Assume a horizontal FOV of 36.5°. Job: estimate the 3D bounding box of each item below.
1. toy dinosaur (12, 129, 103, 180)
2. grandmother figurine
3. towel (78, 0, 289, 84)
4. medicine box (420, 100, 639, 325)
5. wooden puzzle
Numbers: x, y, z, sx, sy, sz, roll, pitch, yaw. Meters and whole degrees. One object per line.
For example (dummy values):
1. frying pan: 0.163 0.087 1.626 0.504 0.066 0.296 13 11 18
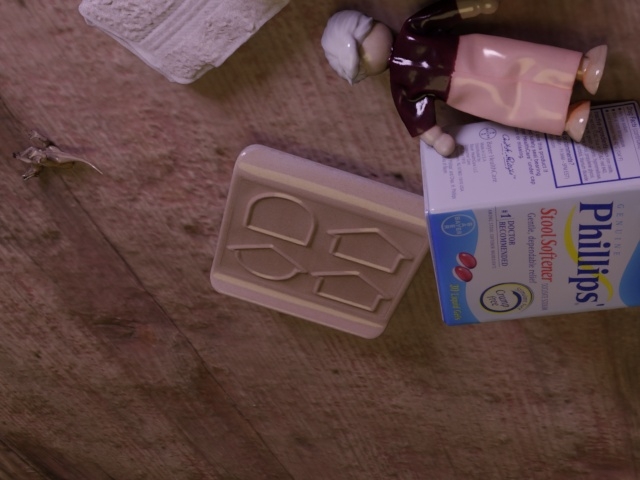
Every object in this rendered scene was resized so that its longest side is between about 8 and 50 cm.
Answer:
1. toy dinosaur: -0.436 -0.137 1.579 0.183 0.053 0.092 -3 156 36
2. grandmother figurine: 0.164 -0.208 1.199 0.342 0.104 0.208 16 102 8
3. towel: -0.173 -0.312 1.235 0.187 0.049 0.282 34 140 -24
4. medicine box: 0.293 -0.028 1.311 0.289 0.149 0.264 -7 141 8
5. wooden puzzle: 0.000 0.000 1.569 0.322 0.081 0.348 17 139 -3
